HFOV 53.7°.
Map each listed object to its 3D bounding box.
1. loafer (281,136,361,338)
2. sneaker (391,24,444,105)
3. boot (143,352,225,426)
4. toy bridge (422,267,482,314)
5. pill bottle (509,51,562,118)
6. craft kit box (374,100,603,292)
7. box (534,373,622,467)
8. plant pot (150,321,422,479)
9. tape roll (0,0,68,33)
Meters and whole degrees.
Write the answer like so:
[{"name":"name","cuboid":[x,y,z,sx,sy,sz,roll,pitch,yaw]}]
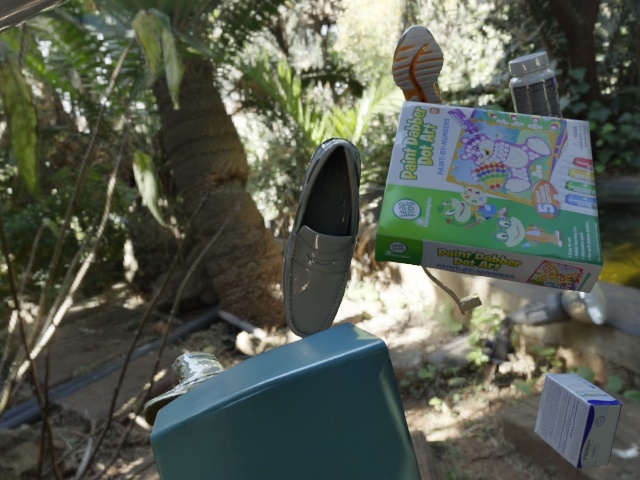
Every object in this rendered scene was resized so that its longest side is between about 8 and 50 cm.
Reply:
[{"name":"loafer","cuboid":[0.000,0.000,0.976,0.112,0.319,0.111,7,3,0]},{"name":"sneaker","cuboid":[0.162,-0.294,1.066,0.084,0.083,0.215,-7,-21,8]},{"name":"boot","cuboid":[-0.285,0.306,1.321,0.213,0.077,0.165,-12,23,-32]},{"name":"toy bridge","cuboid":[0.177,0.024,0.934,0.063,0.188,0.026,-21,3,10]},{"name":"pill bottle","cuboid":[0.382,-0.259,1.127,0.078,0.137,0.078,-16,17,5]},{"name":"craft kit box","cuboid":[0.205,-0.066,0.778,0.246,0.061,0.250,6,50,10]},{"name":"box","cuboid":[0.479,0.334,1.187,0.072,0.126,0.137,4,12,-16]},{"name":"plant pot","cuboid":[-0.043,0.203,0.648,0.234,0.165,0.166,-15,2,-11]},{"name":"tape roll","cuboid":[-0.175,-0.243,0.311,0.169,0.246,0.246,-22,9,5]}]
